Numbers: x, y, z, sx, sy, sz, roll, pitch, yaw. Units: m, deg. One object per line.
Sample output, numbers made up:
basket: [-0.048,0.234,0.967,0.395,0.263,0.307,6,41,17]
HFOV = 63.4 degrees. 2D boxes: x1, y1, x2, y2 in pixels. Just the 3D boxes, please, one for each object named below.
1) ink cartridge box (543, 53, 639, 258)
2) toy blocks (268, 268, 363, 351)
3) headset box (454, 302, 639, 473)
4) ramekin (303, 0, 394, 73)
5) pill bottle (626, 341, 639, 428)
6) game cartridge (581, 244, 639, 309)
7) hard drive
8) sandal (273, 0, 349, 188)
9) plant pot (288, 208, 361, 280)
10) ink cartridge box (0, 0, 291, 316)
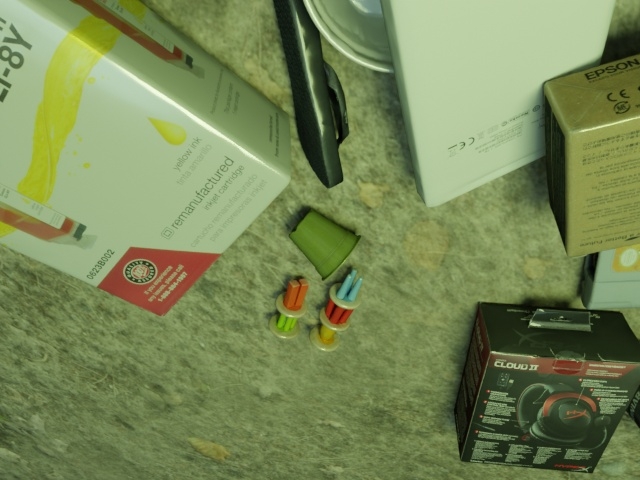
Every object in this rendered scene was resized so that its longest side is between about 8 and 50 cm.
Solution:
ink cartridge box: [0.354,-0.093,0.512,0.234,0.088,0.193,-14,139,14]
toy blocks: [-0.005,0.095,0.796,0.123,0.054,0.148,18,125,-6]
headset box: [0.342,0.223,0.807,0.217,0.110,0.294,3,125,5]
ramekin: [0.080,-0.278,0.488,0.206,0.109,0.207,1,127,1]
pill bottle: [0.517,0.250,0.716,0.130,0.246,0.131,-3,120,-5]
game cartridge: [0.453,-0.034,0.652,0.197,0.062,0.298,-2,124,13]
hard drive: [0.173,-0.164,0.493,0.202,0.040,0.308,-25,147,3]
sandal: [0.002,-0.173,0.594,0.054,0.097,0.255,-19,125,-12]
plant pot: [0.000,0.000,0.722,0.079,0.083,0.083,40,121,-6]
ink cartridge box: [-0.264,-0.118,0.572,0.384,0.161,0.279,32,121,-27]
